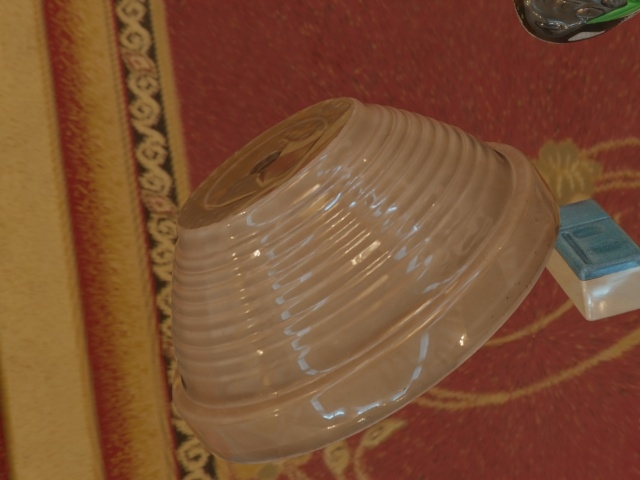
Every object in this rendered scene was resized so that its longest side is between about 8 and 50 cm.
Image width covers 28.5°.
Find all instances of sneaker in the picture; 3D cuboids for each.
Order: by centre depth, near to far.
[{"bbox_3d":[0.244,-0.242,1.064,0.134,0.343,0.146,31,131,9],"label":"sneaker"}]

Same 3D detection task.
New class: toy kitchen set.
[{"bbox_3d":[0.268,-0.060,0.945,0.207,0.122,0.166,-14,113,-3],"label":"toy kitchen set"}]

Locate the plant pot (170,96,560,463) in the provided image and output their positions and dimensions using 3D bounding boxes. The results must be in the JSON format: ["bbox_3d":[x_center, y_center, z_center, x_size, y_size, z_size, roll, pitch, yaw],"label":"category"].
[{"bbox_3d":[0.000,0.000,0.682,0.237,0.237,0.110,-34,110,6],"label":"plant pot"}]
